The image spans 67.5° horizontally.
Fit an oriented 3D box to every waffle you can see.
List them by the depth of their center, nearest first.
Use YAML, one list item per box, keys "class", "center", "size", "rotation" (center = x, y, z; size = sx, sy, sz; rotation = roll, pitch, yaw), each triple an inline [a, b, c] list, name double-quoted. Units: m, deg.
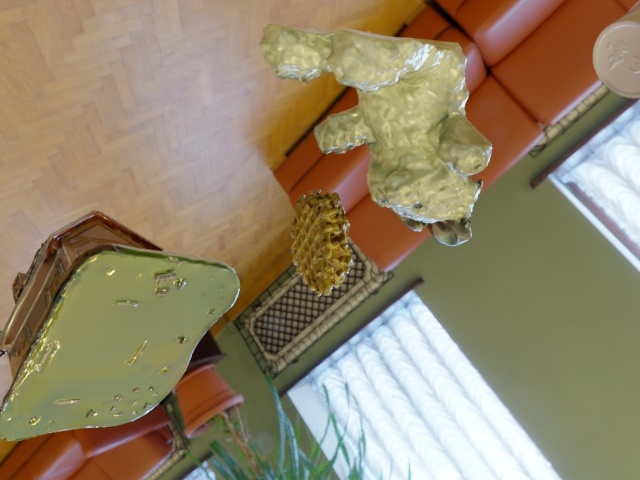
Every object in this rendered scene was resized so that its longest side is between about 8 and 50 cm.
- class: "waffle"
  center: [0.000, 0.000, 0.911]
  size: [0.070, 0.197, 0.193]
  rotation: [-5, -175, -22]

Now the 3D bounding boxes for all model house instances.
- class: "model house"
  center: [-0.260, 0.084, 0.584]
  size: [0.207, 0.154, 0.294]
  rotation: [12, 122, -49]

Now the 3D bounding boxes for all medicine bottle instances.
- class: "medicine bottle"
  center: [0.576, -0.339, 0.758]
  size: [0.254, 0.152, 0.152]
  rotation: [-31, 160, -13]

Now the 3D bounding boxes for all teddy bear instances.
- class: "teddy bear"
  center: [0.104, -0.126, 0.745]
  size: [0.375, 0.327, 0.362]
  rotation: [-20, 124, -43]
